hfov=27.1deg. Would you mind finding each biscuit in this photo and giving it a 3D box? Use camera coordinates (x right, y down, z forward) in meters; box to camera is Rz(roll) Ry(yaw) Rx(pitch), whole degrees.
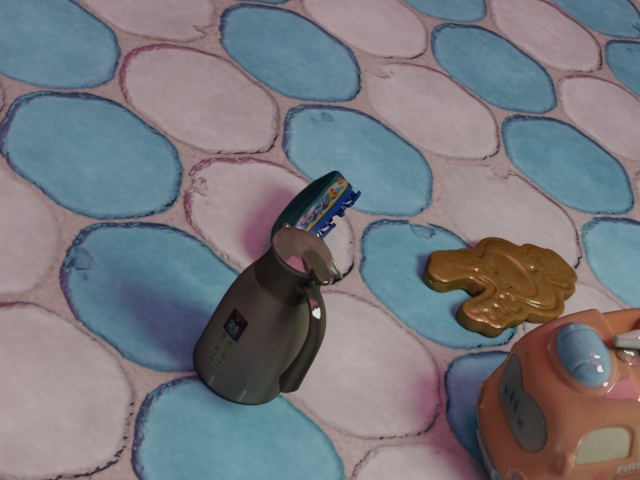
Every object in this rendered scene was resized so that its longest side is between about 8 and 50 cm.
[{"bbox_3d":[0.244,0.053,1.714,0.236,0.040,0.144,-14,59,-39],"label":"biscuit"}]

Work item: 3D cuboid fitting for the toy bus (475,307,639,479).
[{"bbox_3d":[0.318,0.175,1.428,0.288,0.232,0.194,-8,49,-10],"label":"toy bus"}]

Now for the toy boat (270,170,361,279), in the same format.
[{"bbox_3d":[0.000,0.000,1.589,0.110,0.091,0.175,54,40,-12],"label":"toy boat"}]

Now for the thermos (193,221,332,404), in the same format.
[{"bbox_3d":[-0.044,0.082,1.361,0.105,0.193,0.137,2,45,-33],"label":"thermos"}]
